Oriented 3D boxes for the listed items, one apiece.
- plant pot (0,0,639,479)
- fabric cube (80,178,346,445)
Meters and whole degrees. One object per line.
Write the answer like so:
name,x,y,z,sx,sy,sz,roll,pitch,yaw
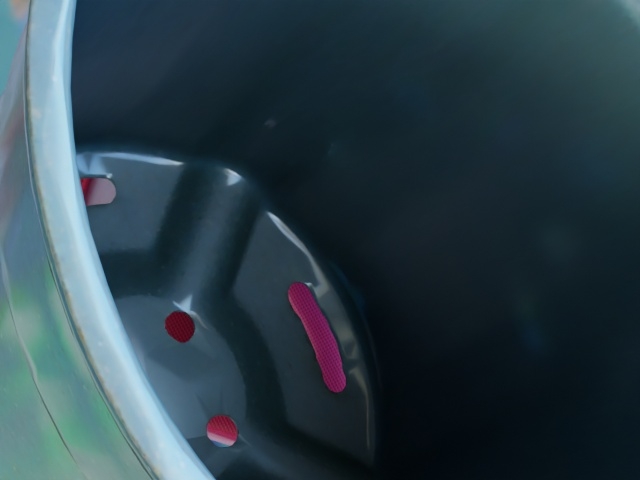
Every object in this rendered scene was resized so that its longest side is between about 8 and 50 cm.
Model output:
plant pot,-0.003,0.023,0.703,0.334,0.341,0.341,-31,-151,57
fabric cube,0.000,0.000,1.048,0.259,0.258,0.254,174,-68,-74
